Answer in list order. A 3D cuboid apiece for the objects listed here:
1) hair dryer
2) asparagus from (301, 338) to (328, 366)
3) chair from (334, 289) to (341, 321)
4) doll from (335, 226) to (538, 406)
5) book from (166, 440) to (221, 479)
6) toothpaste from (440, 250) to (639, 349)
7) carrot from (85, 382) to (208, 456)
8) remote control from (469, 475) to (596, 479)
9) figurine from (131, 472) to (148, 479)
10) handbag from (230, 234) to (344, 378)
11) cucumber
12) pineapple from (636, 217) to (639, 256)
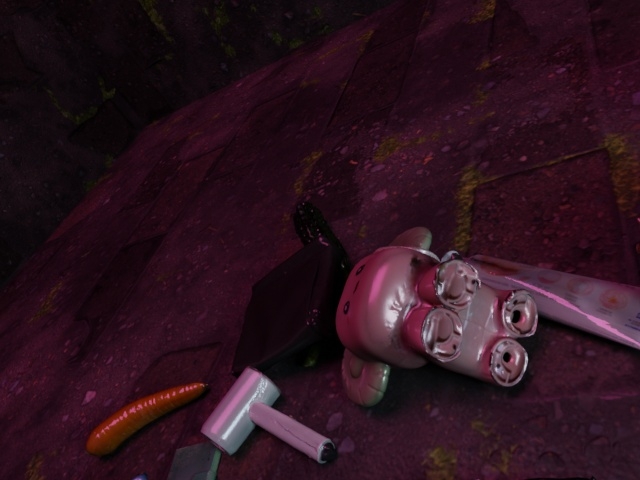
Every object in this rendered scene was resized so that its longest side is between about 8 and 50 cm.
[{"bbox_3d":[-0.070,0.294,0.856,0.237,0.073,0.131,13,54,41],"label":"hair dryer"},{"bbox_3d":[-0.004,0.181,0.975,0.025,0.021,0.108,-6,40,34],"label":"asparagus"},{"bbox_3d":[0.027,0.117,1.017,0.042,0.037,0.086,-27,33,-6],"label":"chair"},{"bbox_3d":[0.132,0.112,0.805,0.284,0.216,0.268,-68,17,-14],"label":"doll"},{"bbox_3d":[-0.211,0.390,0.894,0.103,0.017,0.135,-22,33,24],"label":"book"},{"bbox_3d":[0.311,0.071,0.773,0.100,0.066,0.323,-43,34,-26],"label":"toothpaste"},{"bbox_3d":[-0.338,0.330,1.072,0.271,0.062,0.066,-32,-3,-1],"label":"carrot"},{"bbox_3d":[0.104,0.344,0.596,0.399,0.062,0.144,-23,33,21],"label":"remote control"},{"bbox_3d":[-0.206,0.401,0.732,0.103,0.205,0.260,-18,29,-20],"label":"figurine"},{"bbox_3d":[-0.053,0.130,1.012,0.247,0.080,0.223,-37,30,35],"label":"handbag"},{"bbox_3d":[-0.001,0.000,1.170,0.077,0.077,0.265,-35,30,2],"label":"cucumber"},{"bbox_3d":[0.483,-0.044,0.697,0.158,0.157,0.278,-10,28,37],"label":"pineapple"}]
